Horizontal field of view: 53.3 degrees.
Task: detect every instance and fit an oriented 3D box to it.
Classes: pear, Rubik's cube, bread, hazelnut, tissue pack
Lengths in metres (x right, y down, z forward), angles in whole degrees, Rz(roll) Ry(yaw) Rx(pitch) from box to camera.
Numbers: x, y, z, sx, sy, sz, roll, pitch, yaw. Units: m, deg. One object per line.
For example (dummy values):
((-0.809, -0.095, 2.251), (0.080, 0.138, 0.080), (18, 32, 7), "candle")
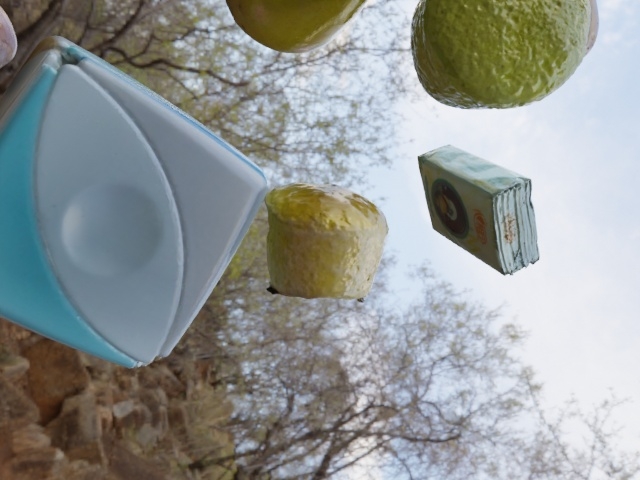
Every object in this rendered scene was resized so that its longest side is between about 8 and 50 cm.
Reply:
((-0.035, -0.525, 1.300), (0.337, 0.285, 0.284), (18, -66, 19), "pear")
((-0.328, -0.065, 0.940), (0.352, 0.352, 0.347), (-54, -149, 1), "Rubik's cube")
((0.357, -0.447, 1.354), (0.308, 0.349, 0.347), (-133, -137, -79), "bread")
((0.004, -0.001, 0.964), (0.197, 0.197, 0.170), (28, -70, 60), "bread")
((-0.713, -0.422, 1.321), (0.150, 0.150, 0.150), (11, -78, 63), "hazelnut")
((0.466, -0.100, 1.911), (0.388, 0.162, 0.287), (43, -24, 57), "tissue pack")

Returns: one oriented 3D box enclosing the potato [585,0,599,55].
((0.580, -0.540, 1.511), (0.150, 0.146, 0.233), (-5, -85, 47), "potato")
